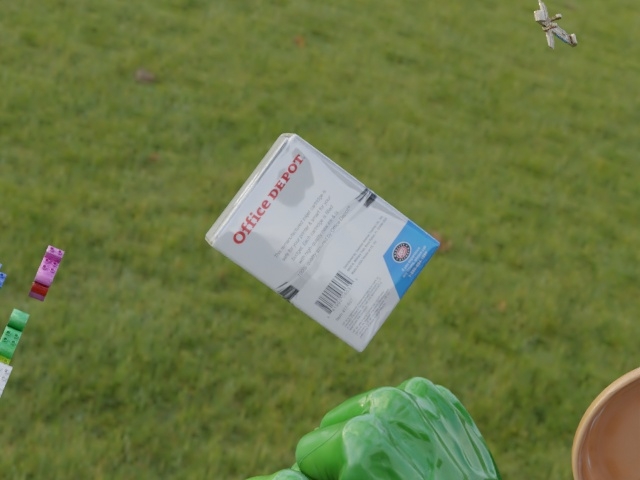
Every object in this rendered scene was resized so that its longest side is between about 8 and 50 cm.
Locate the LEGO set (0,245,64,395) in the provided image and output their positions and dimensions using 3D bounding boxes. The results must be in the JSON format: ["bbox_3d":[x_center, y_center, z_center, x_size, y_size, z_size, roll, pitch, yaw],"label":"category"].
[{"bbox_3d":[-0.354,0.077,1.596,0.087,0.093,0.227,23,48,-9],"label":"LEGO set"}]

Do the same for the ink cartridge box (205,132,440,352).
[{"bbox_3d":[0.000,0.000,1.569,0.203,0.148,0.086,37,-1,-11],"label":"ink cartridge box"}]

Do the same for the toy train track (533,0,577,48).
[{"bbox_3d":[0.221,-0.196,1.347,0.083,0.014,0.048,19,57,-56],"label":"toy train track"}]

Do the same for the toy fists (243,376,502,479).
[{"bbox_3d":[0.009,0.183,0.877,0.096,0.142,0.279,-13,13,47],"label":"toy fists"}]

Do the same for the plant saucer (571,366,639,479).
[{"bbox_3d":[0.348,0.207,1.478,0.200,0.199,0.037,11,18,-12],"label":"plant saucer"}]
